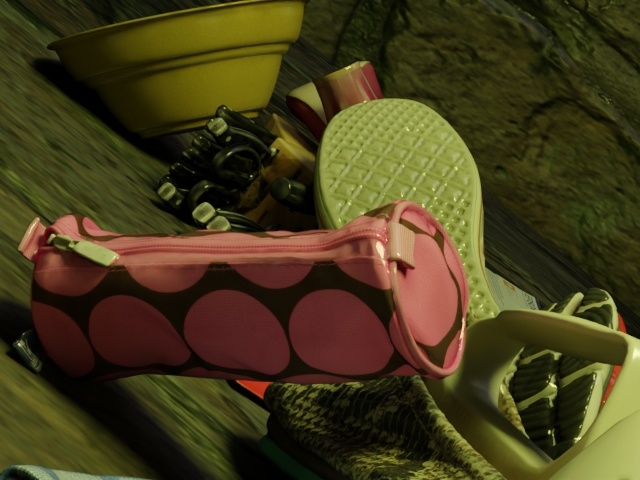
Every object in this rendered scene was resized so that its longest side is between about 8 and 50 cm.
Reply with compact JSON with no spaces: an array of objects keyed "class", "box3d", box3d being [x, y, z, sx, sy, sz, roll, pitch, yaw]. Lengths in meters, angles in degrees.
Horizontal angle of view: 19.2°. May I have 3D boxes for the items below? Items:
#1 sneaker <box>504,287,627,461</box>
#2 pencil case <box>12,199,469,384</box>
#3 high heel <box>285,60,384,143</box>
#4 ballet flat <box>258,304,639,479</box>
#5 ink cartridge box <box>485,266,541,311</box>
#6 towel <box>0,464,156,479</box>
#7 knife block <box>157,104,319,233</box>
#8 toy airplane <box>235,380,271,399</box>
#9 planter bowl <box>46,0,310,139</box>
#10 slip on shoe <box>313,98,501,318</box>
[{"class":"sneaker","box3d":[0.153,0.154,1.143,0.118,0.107,0.279,45,38,-32]},{"class":"pencil case","box3d":[-0.038,0.024,0.905,0.095,0.209,0.098,-71,149,-42]},{"class":"high heel","box3d":[0.033,-0.086,1.567,0.244,0.082,0.117,-172,-122,-82]},{"class":"ballet flat","box3d":[0.101,0.123,0.853,0.164,0.182,0.483,42,2,-23]},{"class":"ink cartridge box","box3d":[0.127,0.049,1.810,0.224,0.045,0.223,37,14,-13]},{"class":"towel","box3d":[0.004,0.193,0.755,0.285,0.034,0.209,44,10,26]},{"class":"knife block","box3d":[0.000,0.000,1.464,0.276,0.088,0.242,37,11,-18]},{"class":"toy airplane","box3d":[-0.003,0.095,1.189,0.151,0.028,0.151,40,9,-7]},{"class":"planter bowl","box3d":[-0.107,-0.133,1.533,0.217,0.217,0.090,-27,107,-80]},{"class":"slip on shoe","box3d":[0.068,0.031,1.331,0.101,0.123,0.331,91,-14,-51]}]
